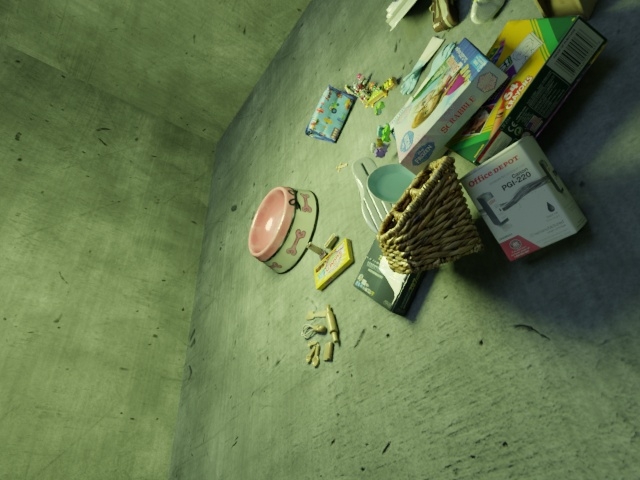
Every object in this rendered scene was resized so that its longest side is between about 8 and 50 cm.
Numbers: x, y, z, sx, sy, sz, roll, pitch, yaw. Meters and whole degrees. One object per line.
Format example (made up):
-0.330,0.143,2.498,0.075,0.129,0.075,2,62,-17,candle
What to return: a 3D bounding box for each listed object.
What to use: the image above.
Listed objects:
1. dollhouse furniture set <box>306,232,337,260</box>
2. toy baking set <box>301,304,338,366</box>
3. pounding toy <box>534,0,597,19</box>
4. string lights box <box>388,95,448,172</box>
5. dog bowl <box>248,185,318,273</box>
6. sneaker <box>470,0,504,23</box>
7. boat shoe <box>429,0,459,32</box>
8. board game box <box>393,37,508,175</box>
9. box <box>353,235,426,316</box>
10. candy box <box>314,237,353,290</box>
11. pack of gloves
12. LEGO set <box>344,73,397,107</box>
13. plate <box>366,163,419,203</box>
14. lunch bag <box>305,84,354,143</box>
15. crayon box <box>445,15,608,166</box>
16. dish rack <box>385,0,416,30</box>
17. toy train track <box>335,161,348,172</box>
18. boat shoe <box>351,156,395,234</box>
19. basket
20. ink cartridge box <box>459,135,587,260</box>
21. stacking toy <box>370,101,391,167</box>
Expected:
0.000,0.000,1.768,0.114,0.081,0.091,-51,18,12,dollhouse furniture set
-0.010,0.325,1.613,0.197,0.030,0.256,-48,34,32,toy baking set
0.613,-0.616,1.132,0.130,0.141,0.100,28,95,47,pounding toy
0.317,-0.348,1.481,0.133,0.077,0.259,-50,33,30,string lights box
-0.184,-0.064,2.064,0.408,0.150,0.408,-40,38,41,dog bowl
0.538,-0.795,1.437,0.240,0.091,0.126,-62,10,11,sneaker
0.429,-0.854,1.623,0.095,0.095,0.257,-22,52,46,boat shoe
0.331,-0.374,1.244,0.318,0.066,0.318,-49,17,29,board game box
0.208,0.100,1.370,0.183,0.059,0.233,-64,29,3,box
0.047,0.090,1.687,0.206,0.027,0.105,-46,38,35,candy box
0.369,-0.613,1.615,0.232,0.046,0.195,-58,29,17,pack of gloves
0.189,-0.628,1.868,0.132,0.107,0.287,-64,28,7,LEGO set
0.239,-0.174,1.430,0.024,0.188,0.188,83,180,-48,plate
0.020,-0.588,2.142,0.221,0.138,0.293,-65,16,6,lunch bag
0.468,-0.366,1.148,0.363,0.106,0.313,-57,18,17,crayon box
0.372,-0.987,1.751,0.333,0.072,0.285,-43,16,39,dish rack
0.087,-0.315,1.918,0.083,0.014,0.048,-3,68,58,toy train track
0.193,-0.134,1.508,0.121,0.119,0.335,-19,53,10,boat shoe
0.230,-0.060,1.108,0.213,0.223,0.299,-21,5,7,basket
0.428,-0.089,0.972,0.158,0.092,0.218,-36,81,45,ink cartridge box
0.218,-0.345,1.572,0.221,0.052,0.167,90,175,-47,stacking toy
